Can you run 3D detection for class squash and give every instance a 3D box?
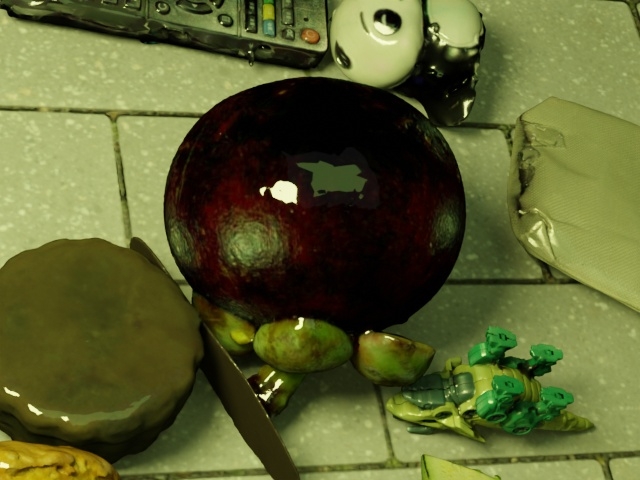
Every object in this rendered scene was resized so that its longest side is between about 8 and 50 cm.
[{"bbox_3d":[0.148,0.309,1.554,0.090,0.075,0.200,24,50,-38],"label":"squash"}]

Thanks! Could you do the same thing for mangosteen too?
[{"bbox_3d":[-0.002,-0.013,1.571,0.330,0.330,0.330,10,56,-15],"label":"mangosteen"}]

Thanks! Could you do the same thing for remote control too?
[{"bbox_3d":[-0.184,-0.281,1.814,0.399,0.062,0.144,9,57,-17],"label":"remote control"}]

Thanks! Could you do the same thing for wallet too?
[{"bbox_3d":[0.353,-0.039,1.868,0.275,0.068,0.335,24,47,-10],"label":"wallet"}]

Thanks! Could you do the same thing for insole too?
[{"bbox_3d":[-0.108,0.123,1.559,0.007,0.111,0.328,-27,67,-23],"label":"insole"}]

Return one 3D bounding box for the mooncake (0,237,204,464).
[{"bbox_3d":[-0.232,0.112,1.509,0.228,0.124,0.228,7,55,-11],"label":"mooncake"}]

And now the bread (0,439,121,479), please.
[{"bbox_3d":[-0.289,0.256,1.317,0.268,0.268,0.145,-2,64,-22],"label":"bread"}]

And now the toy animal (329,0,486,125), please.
[{"bbox_3d":[0.101,-0.236,1.847,0.179,0.138,0.166,19,38,-15],"label":"toy animal"}]

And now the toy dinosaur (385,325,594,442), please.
[{"bbox_3d":[0.207,0.168,1.636,0.259,0.153,0.094,10,57,-26],"label":"toy dinosaur"}]
